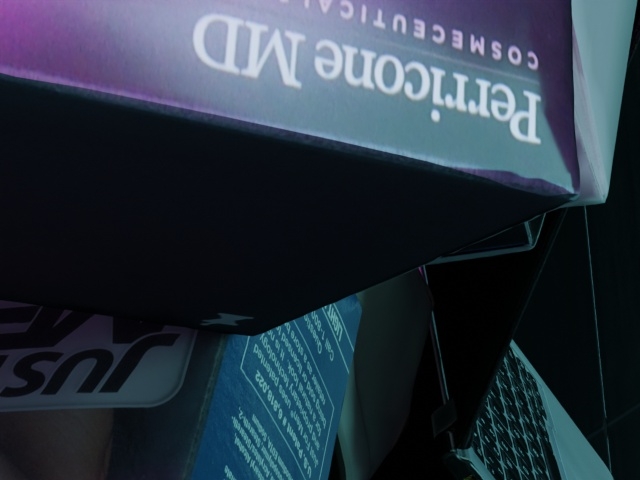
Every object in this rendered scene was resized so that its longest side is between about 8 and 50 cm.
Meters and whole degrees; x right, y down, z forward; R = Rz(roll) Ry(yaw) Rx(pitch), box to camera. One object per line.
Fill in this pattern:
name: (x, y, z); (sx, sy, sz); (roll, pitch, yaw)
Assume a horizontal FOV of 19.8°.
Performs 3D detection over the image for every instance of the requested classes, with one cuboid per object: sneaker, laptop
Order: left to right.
sneaker: (0.000, 0.000, 0.999); (0.123, 0.106, 0.290); (-37, 132, -48)
laptop: (0.183, 0.029, 1.112); (0.408, 0.236, 0.382); (53, 12, -16)

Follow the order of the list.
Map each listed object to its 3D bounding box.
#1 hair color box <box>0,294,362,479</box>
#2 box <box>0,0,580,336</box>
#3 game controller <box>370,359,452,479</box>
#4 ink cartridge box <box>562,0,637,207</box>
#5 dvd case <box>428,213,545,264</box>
hair color box: (-0.105, 0.124, 0.593); (0.105, 0.173, 0.347); (66, 27, -42)
box: (-0.096, -0.148, 0.489); (0.296, 0.182, 0.294); (10, 72, -29)
game controller: (0.073, 0.188, 1.192); (0.166, 0.067, 0.319); (63, 26, -16)
ink cartridge box: (-0.017, -0.103, 0.744); (0.201, 0.278, 0.117); (-72, 149, -47)
dvd case: (-0.009, -0.035, 0.805); (0.179, 0.238, 0.030); (-64, 141, -56)
